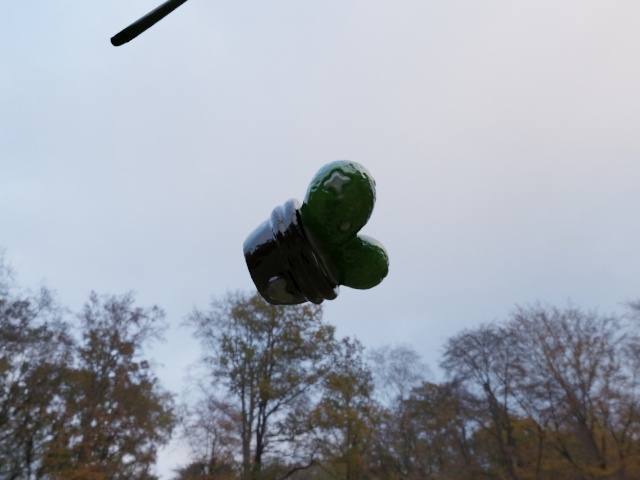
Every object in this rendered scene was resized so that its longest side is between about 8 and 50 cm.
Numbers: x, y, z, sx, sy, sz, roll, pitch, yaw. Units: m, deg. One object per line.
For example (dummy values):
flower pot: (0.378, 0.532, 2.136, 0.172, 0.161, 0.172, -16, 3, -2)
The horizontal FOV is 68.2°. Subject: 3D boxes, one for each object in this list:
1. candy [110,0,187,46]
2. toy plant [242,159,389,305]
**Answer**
candy: (-0.157, -0.366, 0.657, 0.323, 0.097, 0.097, -40, -41, -9)
toy plant: (0.000, 0.000, 0.760, 0.235, 0.175, 0.218, -24, -68, 7)
